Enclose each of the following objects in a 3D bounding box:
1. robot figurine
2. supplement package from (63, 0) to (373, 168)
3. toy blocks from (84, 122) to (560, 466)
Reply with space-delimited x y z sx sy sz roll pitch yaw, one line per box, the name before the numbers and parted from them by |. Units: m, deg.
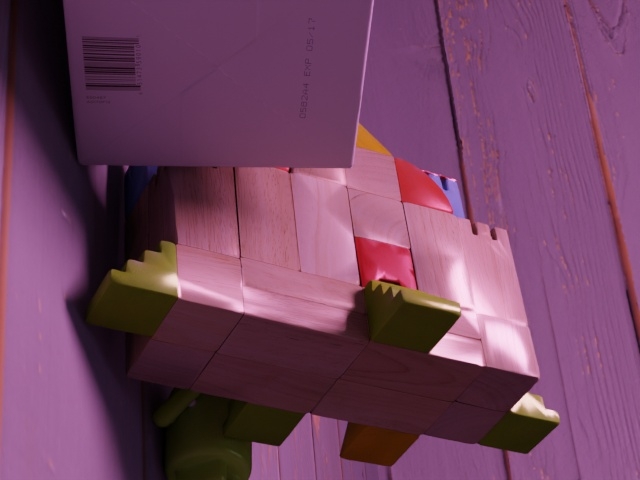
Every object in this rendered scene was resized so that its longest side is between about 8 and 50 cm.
robot figurine | -0.086 0.151 1.117 0.115 0.067 0.101 -94 159 -43
supplement package | -0.073 -0.212 1.021 0.199 0.198 0.263 96 -8 -50
toy blocks | 0.000 0.000 1.113 0.191 0.381 0.261 -54 -148 41
